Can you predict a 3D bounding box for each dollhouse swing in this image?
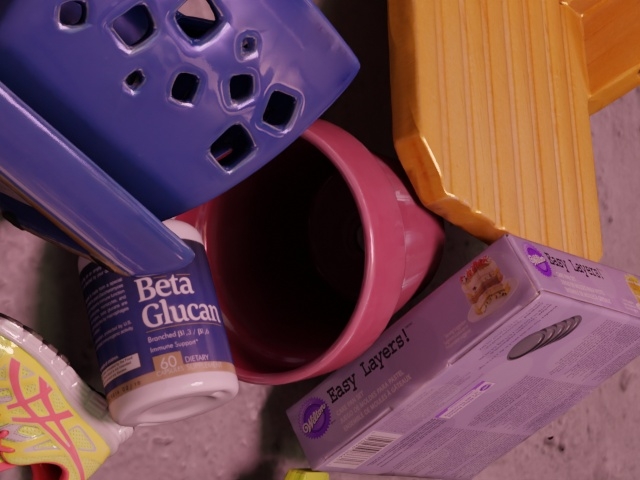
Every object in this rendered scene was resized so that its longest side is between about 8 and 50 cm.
[{"bbox_3d":[0.230,-0.187,1.211,0.347,0.315,0.305,29,37,-47],"label":"dollhouse swing"}]

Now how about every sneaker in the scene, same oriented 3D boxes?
[{"bbox_3d":[-0.218,0.115,1.030,0.094,0.081,0.208,-56,129,-18],"label":"sneaker"}]

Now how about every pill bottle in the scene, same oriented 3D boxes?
[{"bbox_3d":[-0.123,0.042,1.062,0.094,0.094,0.169,1,66,-43],"label":"pill bottle"}]

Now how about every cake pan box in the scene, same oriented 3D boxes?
[{"bbox_3d":[0.136,0.113,1.246,0.267,0.070,0.246,-42,146,25],"label":"cake pan box"}]

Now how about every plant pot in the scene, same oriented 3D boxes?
[{"bbox_3d":[-0.158,-0.120,0.953,0.236,0.236,0.212,43,75,-38],"label":"plant pot"},{"bbox_3d":[0.000,0.000,1.150,0.180,0.201,0.201,-10,104,-57],"label":"plant pot"}]

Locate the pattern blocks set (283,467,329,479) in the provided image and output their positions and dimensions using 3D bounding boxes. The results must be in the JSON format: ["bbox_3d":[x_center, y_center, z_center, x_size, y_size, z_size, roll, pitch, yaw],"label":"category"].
[{"bbox_3d":[-0.029,0.328,1.192,0.325,0.026,0.285,3,94,-65],"label":"pattern blocks set"}]
